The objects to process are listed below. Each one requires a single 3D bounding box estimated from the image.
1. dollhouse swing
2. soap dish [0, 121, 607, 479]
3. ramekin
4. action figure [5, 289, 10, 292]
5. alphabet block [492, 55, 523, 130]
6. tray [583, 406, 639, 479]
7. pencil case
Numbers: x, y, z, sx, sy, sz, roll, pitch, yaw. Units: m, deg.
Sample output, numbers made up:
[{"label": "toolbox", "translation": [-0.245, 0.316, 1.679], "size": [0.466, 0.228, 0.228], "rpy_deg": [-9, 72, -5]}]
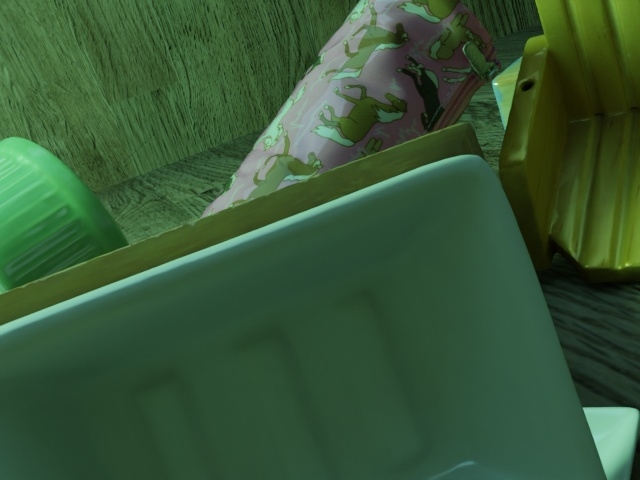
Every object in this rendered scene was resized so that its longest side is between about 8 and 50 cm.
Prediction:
[{"label": "dollhouse swing", "translation": [0.323, -0.182, 0.671], "size": [0.346, 0.305, 0.315], "rpy_deg": [-5, 48, 34]}, {"label": "soap dish", "translation": [-0.017, 0.095, 0.391], "size": [0.290, 0.229, 0.118], "rpy_deg": [-21, 3, -14]}, {"label": "ramekin", "translation": [-0.374, 0.037, 0.965], "size": [0.303, 0.303, 0.148], "rpy_deg": [0, 32, 48]}, {"label": "action figure", "translation": [-0.203, 0.160, 0.583], "size": [0.341, 0.179, 0.330], "rpy_deg": [15, 26, 6]}, {"label": "alphabet block", "translation": [0.360, -0.160, 0.967], "size": [0.197, 0.192, 0.193], "rpy_deg": [-9, 21, 35]}, {"label": "tray", "translation": [0.093, 0.183, 0.430], "size": [0.145, 0.030, 0.270], "rpy_deg": [-7, 20, 32]}, {"label": "pencil case", "translation": [0.025, -0.082, 0.741], "size": [0.386, 0.160, 0.167], "rpy_deg": [-56, 16, -18]}]
